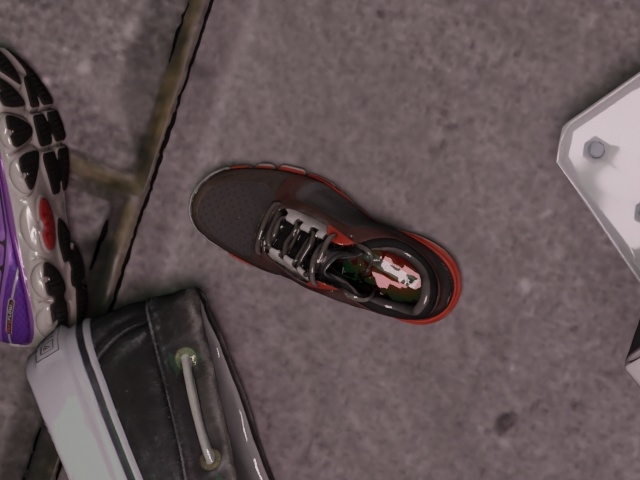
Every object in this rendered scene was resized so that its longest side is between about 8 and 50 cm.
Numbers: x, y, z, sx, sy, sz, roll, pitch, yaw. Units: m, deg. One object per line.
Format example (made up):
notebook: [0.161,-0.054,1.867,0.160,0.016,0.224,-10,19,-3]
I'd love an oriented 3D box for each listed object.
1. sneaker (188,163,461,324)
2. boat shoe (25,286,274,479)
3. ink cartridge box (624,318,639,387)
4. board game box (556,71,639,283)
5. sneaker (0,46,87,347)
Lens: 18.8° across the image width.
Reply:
sneaker: [0.000,0.000,1.041,0.158,0.065,0.061,19,98,9]
boat shoe: [-0.039,0.183,1.035,0.119,0.121,0.335,-26,92,7]
ink cartridge box: [0.277,0.128,0.866,0.129,0.223,0.307,-36,87,12]
board game box: [0.384,-0.003,0.974,0.390,0.050,0.390,-35,87,11]
sneaker: [-0.180,-0.022,1.076,0.071,0.068,0.170,-6,94,17]
